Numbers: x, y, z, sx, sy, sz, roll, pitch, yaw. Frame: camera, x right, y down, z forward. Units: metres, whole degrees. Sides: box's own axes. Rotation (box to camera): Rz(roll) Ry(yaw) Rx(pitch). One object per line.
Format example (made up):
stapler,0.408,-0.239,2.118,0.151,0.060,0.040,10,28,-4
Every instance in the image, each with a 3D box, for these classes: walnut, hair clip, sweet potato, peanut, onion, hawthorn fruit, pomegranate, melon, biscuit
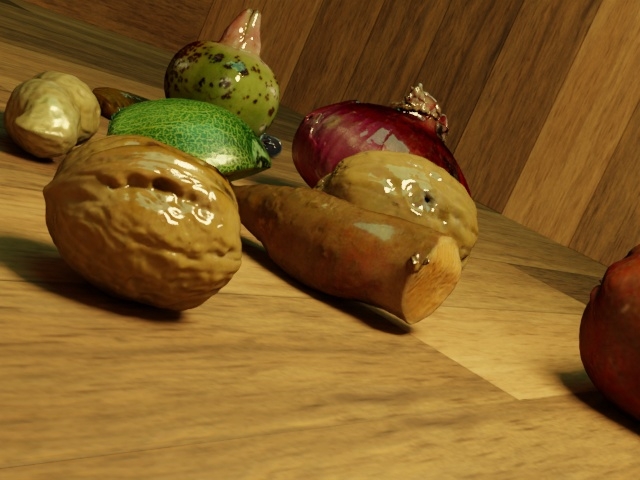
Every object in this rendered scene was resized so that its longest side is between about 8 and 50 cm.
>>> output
walnut,0.101,-0.026,1.427,0.245,0.198,0.198,18,11,-11
hair clip,-0.208,-0.255,2.332,0.275,0.048,0.083,29,15,33
sweet potato,0.001,0.002,1.293,0.336,0.131,0.131,18,7,24
peanut,-0.358,-0.170,1.390,0.117,0.101,0.263,3,12,-4
onion,0.126,-0.132,1.797,0.347,0.285,0.347,32,3,-2
hawthorn fruit,0.500,0.119,1.324,0.324,0.308,0.308,17,7,21
pomegranate,-0.167,-0.304,1.890,0.214,0.248,0.214,19,8,-3
walnut,-0.161,-0.017,0.938,0.184,0.155,0.155,24,9,-30
melon,-0.164,-0.131,1.364,0.169,0.129,0.265,-13,1,12
biscuit,-0.286,-0.220,1.989,0.318,0.040,0.318,22,10,-4
